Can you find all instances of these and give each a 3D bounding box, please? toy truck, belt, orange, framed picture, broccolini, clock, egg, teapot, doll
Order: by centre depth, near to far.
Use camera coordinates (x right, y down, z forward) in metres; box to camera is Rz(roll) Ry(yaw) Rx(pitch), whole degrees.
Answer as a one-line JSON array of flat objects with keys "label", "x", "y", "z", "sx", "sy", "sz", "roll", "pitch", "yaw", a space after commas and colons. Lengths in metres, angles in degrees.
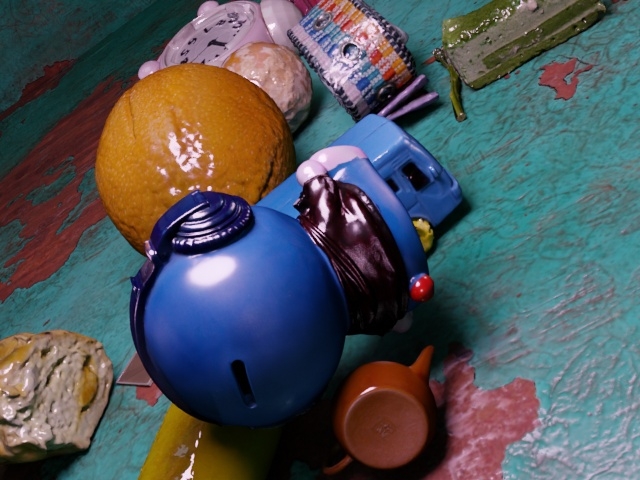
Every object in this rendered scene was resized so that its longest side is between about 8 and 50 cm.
[{"label": "teapot", "x": 0.061, "y": 0.179, "z": 0.808, "sx": 0.173, "sy": 0.116, "sz": 0.116, "roll": -48, "pitch": 31, "yaw": 7}, {"label": "doll", "x": -0.046, "y": 0.060, "z": 0.822, "sx": 0.310, "sy": 0.284, "sz": 0.240, "roll": -23, "pitch": 30, "yaw": -13}, {"label": "toy truck", "x": 0.000, "y": 0.000, "z": 1.033, "sx": 0.385, "sy": 0.162, "sz": 0.161, "roll": -38, "pitch": 30, "yaw": 1}, {"label": "framed picture", "x": -0.280, "y": 0.201, "z": 1.217, "sx": 0.089, "sy": 0.006, "sz": 0.066, "roll": -7, "pitch": 44, "yaw": 41}, {"label": "orange", "x": -0.196, "y": -0.114, "z": 1.243, "sx": 0.322, "sy": 0.322, "sz": 0.357, "roll": -33, "pitch": 38, "yaw": 10}, {"label": "broccolini", "x": 0.221, "y": -0.261, "z": 1.265, "sx": 0.044, "sy": 0.042, "sz": 0.218, "roll": -26, "pitch": 40, "yaw": 19}, {"label": "belt", "x": 0.070, "y": -0.317, "z": 1.319, "sx": 0.160, "sy": 0.207, "sz": 0.295, "roll": -39, "pitch": 29, "yaw": 5}, {"label": "egg", "x": -0.108, "y": -0.283, "z": 1.478, "sx": 0.195, "sy": 0.195, "sz": 0.233, "roll": -41, "pitch": 15, "yaw": -2}, {"label": "clock", "x": -0.218, "y": -0.416, "z": 1.779, "sx": 0.326, "sy": 0.184, "sz": 0.342, "roll": 13, "pitch": 63, "yaw": 47}]

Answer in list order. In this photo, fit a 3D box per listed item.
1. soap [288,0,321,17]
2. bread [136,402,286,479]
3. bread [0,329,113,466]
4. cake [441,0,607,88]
[{"label": "soap", "x": -0.036, "y": -0.628, "z": 1.781, "sx": 0.162, "sy": 0.250, "sz": 0.099, "roll": -36, "pitch": 33, "yaw": 3}, {"label": "bread", "x": -0.153, "y": 0.294, "z": 0.866, "sx": 0.166, "sy": 0.112, "sz": 0.383, "roll": -13, "pitch": 40, "yaw": 35}, {"label": "bread", "x": -0.471, "y": 0.245, "z": 1.184, "sx": 0.252, "sy": 0.196, "sz": 0.238, "roll": -20, "pitch": 37, "yaw": 23}, {"label": "cake", "x": 0.308, "y": -0.341, "z": 1.201, "sx": 0.235, "sy": 0.100, "sz": 0.099, "roll": -28, "pitch": 34, "yaw": 19}]
